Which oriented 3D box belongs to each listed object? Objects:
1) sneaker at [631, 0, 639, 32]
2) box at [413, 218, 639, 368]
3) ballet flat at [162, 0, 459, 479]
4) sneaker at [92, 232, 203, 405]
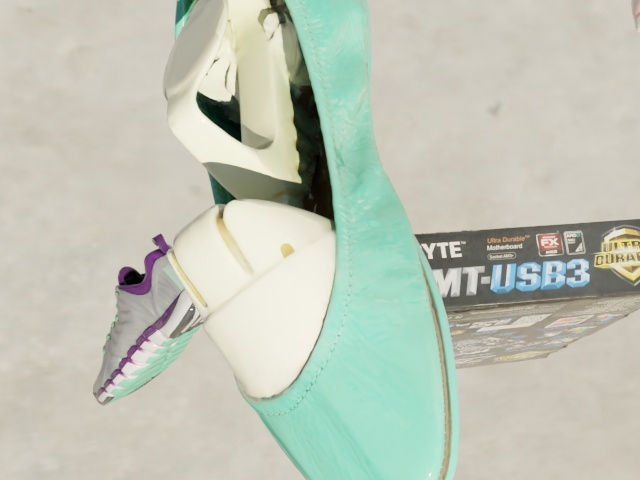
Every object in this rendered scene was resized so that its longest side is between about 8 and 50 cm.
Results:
[{"bbox_3d":[0.337,-0.255,1.809,0.051,0.134,0.070,-5,78,-18],"label":"sneaker"},{"bbox_3d":[0.110,0.057,1.587,0.295,0.293,0.073,-5,77,-17],"label":"box"},{"bbox_3d":[-0.017,-0.012,0.659,0.083,0.087,0.247,-44,43,38],"label":"ballet flat"},{"bbox_3d":[-0.186,0.082,1.939,0.098,0.083,0.223,53,131,10],"label":"sneaker"}]
